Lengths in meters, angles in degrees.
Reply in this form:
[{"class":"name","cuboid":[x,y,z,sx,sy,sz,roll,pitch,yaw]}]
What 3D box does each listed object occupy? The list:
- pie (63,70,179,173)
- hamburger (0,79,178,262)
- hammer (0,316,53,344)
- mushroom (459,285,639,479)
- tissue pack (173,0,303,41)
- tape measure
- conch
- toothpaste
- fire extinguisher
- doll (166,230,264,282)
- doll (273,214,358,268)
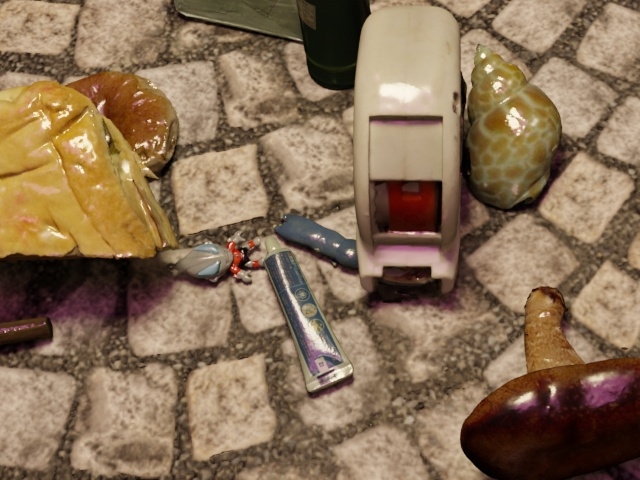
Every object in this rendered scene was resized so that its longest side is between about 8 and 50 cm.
[{"class":"pie","cuboid":[-0.278,-0.139,1.329,0.195,0.046,0.195,-4,59,6]},{"class":"hamburger","cuboid":[-0.324,-0.076,1.192,0.329,0.162,0.209,1,89,7]},{"class":"hammer","cuboid":[-0.491,0.124,1.190,0.365,0.111,0.043,-9,62,-5]},{"class":"mushroom","cuboid":[0.234,0.135,1.080,0.226,0.148,0.218,-8,41,-8]},{"class":"tissue pack","cuboid":[-0.070,-0.424,1.403,0.198,0.146,0.263,15,64,13]},{"class":"tape measure","cuboid":[0.102,-0.104,1.152,0.130,0.265,0.258,3,54,6]},{"class":"conch","cuboid":[0.223,-0.127,1.227,0.116,0.106,0.173,12,76,34]},{"class":"toothpaste","cuboid":[-0.023,0.077,1.181,0.057,0.035,0.197,-25,64,0]},{"class":"fire extinguisher","cuboid":[0.015,-0.302,1.238,0.093,0.294,0.118,-32,62,-12]},{"class":"doll","cuboid":[-0.122,0.024,1.222,0.114,0.039,0.057,-10,102,-8]},{"class":"doll","cuboid":[0.000,0.000,1.227,0.125,0.027,0.037,25,66,23]}]
